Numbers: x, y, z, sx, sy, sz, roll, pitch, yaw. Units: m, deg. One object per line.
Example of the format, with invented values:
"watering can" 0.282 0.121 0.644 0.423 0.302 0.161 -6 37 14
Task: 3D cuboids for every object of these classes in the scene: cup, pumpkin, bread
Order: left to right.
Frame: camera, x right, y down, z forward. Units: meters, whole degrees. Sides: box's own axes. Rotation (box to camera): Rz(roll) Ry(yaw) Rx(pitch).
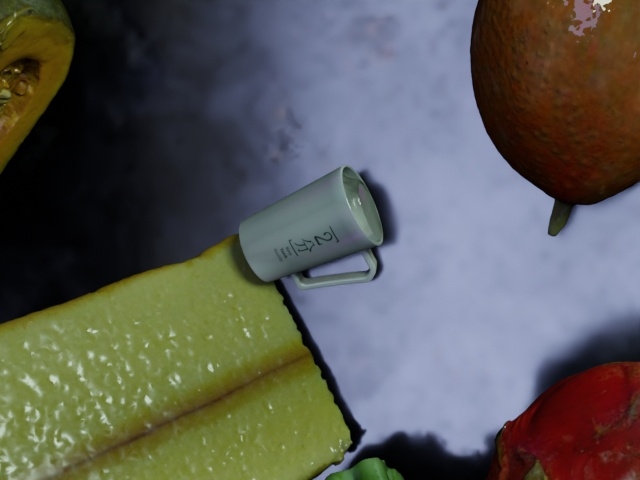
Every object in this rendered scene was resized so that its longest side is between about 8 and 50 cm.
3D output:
"pumpkin" -0.367 -0.127 0.958 0.139 0.222 0.317 44 103 10
"bread" -0.168 0.154 0.835 0.245 0.361 0.233 -30 82 17
"cup" 0.000 0.000 0.940 0.116 0.074 0.104 -24 113 19

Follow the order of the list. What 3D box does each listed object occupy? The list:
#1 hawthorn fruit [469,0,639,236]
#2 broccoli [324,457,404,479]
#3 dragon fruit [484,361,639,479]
"hawthorn fruit" 0.205 -0.119 0.822 0.199 0.199 0.251 16 109 15
"broccoli" 0.033 0.303 0.859 0.261 0.269 0.242 -17 51 15
"dragon fruit" 0.227 0.191 0.716 0.252 0.241 0.241 -23 84 43
